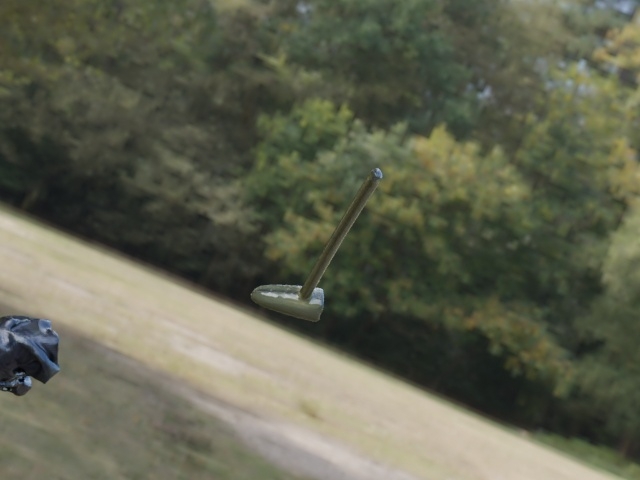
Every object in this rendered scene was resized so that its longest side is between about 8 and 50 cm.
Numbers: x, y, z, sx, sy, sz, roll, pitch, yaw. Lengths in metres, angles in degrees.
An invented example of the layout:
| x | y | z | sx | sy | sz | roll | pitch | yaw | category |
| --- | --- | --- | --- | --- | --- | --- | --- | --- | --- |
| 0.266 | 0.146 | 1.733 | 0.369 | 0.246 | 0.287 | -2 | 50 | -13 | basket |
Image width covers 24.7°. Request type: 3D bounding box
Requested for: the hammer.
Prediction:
| x | y | z | sx | sy | sz | roll | pitch | yaw | category |
| --- | --- | --- | --- | --- | --- | --- | --- | --- | --- |
| 0.000 | 0.000 | 1.156 | 0.060 | 0.028 | 0.195 | 14 | -40 | -14 | hammer |

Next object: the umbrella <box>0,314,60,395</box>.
| x | y | z | sx | sy | sz | roll | pitch | yaw | category |
| --- | --- | --- | --- | --- | --- | --- | --- | --- | --- |
| -0.293 | 0.084 | 0.995 | 0.224 | 0.071 | 0.080 | 4 | -20 | -28 | umbrella |
